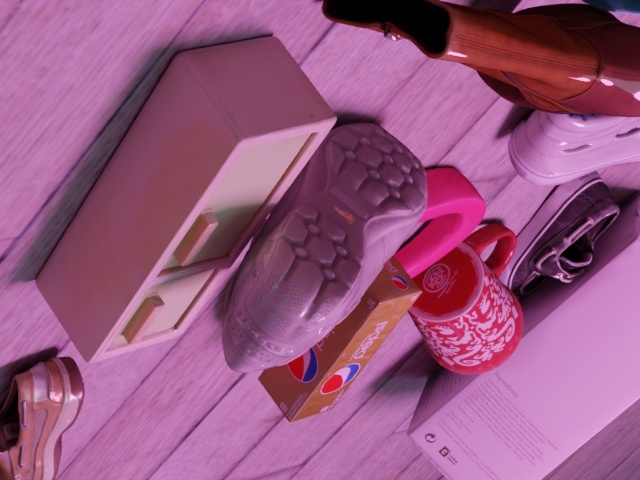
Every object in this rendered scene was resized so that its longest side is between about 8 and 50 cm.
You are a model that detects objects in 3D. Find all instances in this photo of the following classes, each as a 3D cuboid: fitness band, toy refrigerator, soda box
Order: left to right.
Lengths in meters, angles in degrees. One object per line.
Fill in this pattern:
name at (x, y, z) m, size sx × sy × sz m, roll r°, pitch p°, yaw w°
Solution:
toy refrigerator at (-0.104, -0.024, 1.493) m, size 0.102 × 0.094 × 0.269 m, roll -16°, pitch 153°, yaw -45°
soda box at (0.016, 0.089, 1.849) m, size 0.061 × 0.058 × 0.181 m, roll -14°, pitch 148°, yaw -45°
fitness band at (0.035, 0.021, 1.894) m, size 0.291 × 0.054 × 0.209 m, roll -20°, pitch 152°, yaw -40°

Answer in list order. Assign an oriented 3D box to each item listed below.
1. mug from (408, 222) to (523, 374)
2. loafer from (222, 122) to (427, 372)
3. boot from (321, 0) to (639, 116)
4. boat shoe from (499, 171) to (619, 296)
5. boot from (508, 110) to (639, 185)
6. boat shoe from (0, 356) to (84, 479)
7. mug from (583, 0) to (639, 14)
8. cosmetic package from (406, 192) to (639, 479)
mug at (0.143, 0.048, 2.091) m, size 0.113 × 0.150 × 0.169 m, roll -2°, pitch 162°, yaw 16°
loafer at (0.000, 0.000, 1.592) m, size 0.111 × 0.112 × 0.319 m, roll -48°, pitch -179°, yaw 32°
boot at (0.120, -0.145, 1.526) m, size 0.280 × 0.264 × 0.096 m, roll 5°, pitch 105°, yaw -34°
boat shoe at (0.262, 0.010, 2.202) m, size 0.077 × 0.070 × 0.219 m, roll -23°, pitch 157°, yaw -31°
boot at (0.306, -0.134, 1.907) m, size 0.258 × 0.095 × 0.123 m, roll -24°, pitch 164°, yaw -27°
boat shoe at (-0.266, 0.170, 1.732) m, size 0.072 × 0.068 × 0.190 m, roll -7°, pitch 138°, yaw -32°
mug at (0.241, -0.247, 1.532) m, size 0.157 × 0.097 × 0.129 m, roll 5°, pitch 159°, yaw -6°
cosmetic package at (0.287, 0.131, 2.318) m, size 0.365 × 0.155 × 0.197 m, roll -42°, pitch -175°, yaw 21°
